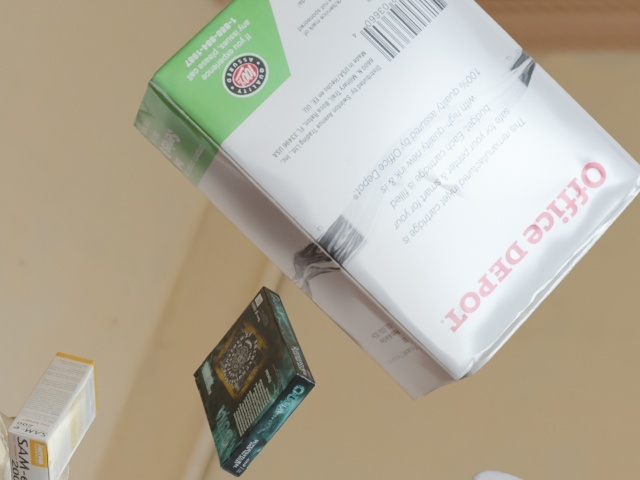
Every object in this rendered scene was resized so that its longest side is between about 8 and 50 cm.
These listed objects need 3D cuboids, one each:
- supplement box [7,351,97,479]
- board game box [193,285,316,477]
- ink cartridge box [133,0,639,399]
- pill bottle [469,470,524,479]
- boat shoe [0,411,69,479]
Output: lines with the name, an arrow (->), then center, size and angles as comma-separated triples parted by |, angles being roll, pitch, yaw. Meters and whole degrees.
supplement box -> -0.217, 0.147, 1.463 | 0.036, 0.098, 0.062 | 13, -50, 12
board game box -> -0.070, 0.139, 1.812 | 0.026, 0.126, 0.186 | 32, 15, -25
ink cartridge box -> 0.046, -0.062, 1.255 | 0.289, 0.211, 0.121 | 45, -18, 0
pill bottle -> 0.125, 0.298, 1.507 | 0.108, 0.193, 0.108 | 26, 19, -10
boat shoe -> -0.301, 0.217, 1.708 | 0.121, 0.110, 0.341 | 44, -32, 50
